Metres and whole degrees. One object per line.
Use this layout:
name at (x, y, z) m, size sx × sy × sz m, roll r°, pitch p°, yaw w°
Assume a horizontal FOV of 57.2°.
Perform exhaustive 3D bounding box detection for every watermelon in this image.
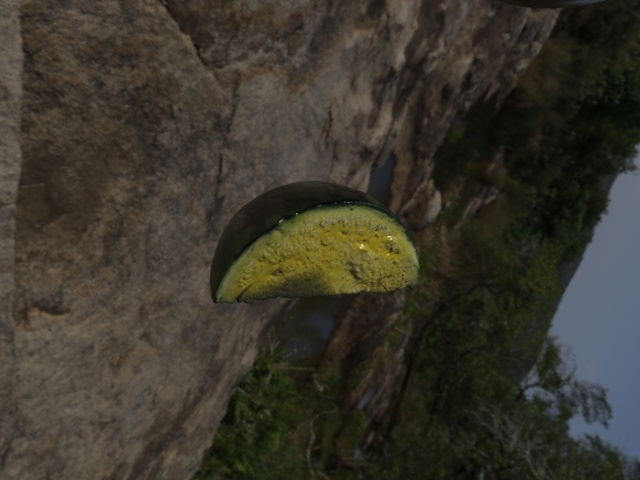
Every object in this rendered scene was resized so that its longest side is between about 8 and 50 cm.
watermelon at (-0.003, -0.008, 0.472) m, size 0.181 × 0.075 × 0.092 m, roll -4°, pitch 124°, yaw -26°

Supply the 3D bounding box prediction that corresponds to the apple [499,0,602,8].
apple at (0.127, -0.264, 0.287) m, size 0.256 × 0.234 × 0.257 m, roll -14°, pitch 151°, yaw -8°
